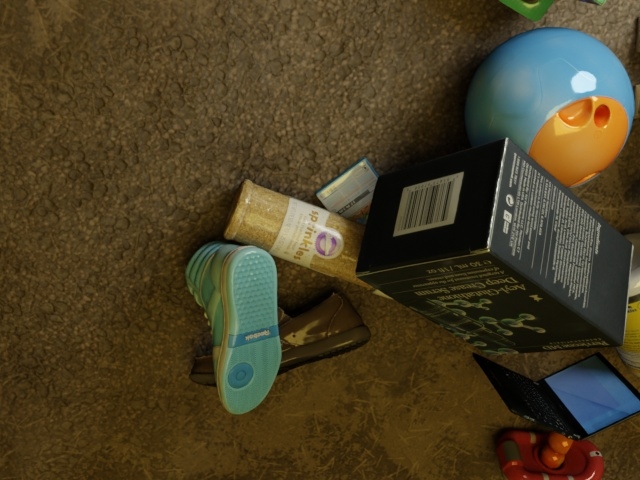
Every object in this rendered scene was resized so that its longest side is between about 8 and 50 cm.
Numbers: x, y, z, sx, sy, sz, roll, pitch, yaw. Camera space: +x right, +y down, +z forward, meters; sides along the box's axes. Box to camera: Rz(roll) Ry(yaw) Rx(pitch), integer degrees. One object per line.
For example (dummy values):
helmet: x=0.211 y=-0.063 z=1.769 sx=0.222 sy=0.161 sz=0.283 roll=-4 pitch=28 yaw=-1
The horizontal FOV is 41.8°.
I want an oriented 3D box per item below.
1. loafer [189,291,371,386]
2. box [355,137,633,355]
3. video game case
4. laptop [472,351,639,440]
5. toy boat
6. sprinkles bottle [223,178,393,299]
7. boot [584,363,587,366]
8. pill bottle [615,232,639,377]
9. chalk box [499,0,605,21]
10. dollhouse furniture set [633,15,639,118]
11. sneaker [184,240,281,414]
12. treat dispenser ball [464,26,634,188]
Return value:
loafer: x=-0.088 y=0.197 z=1.669 sx=0.366 sy=0.134 sz=0.130 roll=-17 pitch=75 yaw=0
box: x=0.313 y=0.033 z=1.484 sx=0.396 sy=0.294 sz=0.211 roll=30 pitch=62 yaw=-33
video game case: x=0.085 y=-0.064 z=1.638 sx=0.119 sy=0.015 sz=0.166 roll=-36 pitch=111 yaw=5
laptop: x=0.483 y=0.285 z=1.711 sx=0.265 sy=0.234 sz=0.136 roll=26 pitch=103 yaw=-16
toy boat: x=0.506 y=0.461 z=1.813 sx=0.231 sy=0.151 sz=0.151 roll=9 pitch=128 yaw=-13
sprinkles bottle: x=0.000 y=0.000 z=1.581 sx=0.356 sy=0.121 sz=0.121 roll=20 pitch=106 yaw=-11
boot: x=0.596 y=0.337 z=1.852 sx=0.114 sy=0.037 sz=0.106 roll=26 pitch=91 yaw=-20
pill bottle: x=0.682 y=0.163 z=1.720 sx=0.188 sy=0.188 sz=0.333 roll=-32 pitch=112 yaw=4
chalk box: x=0.408 y=-0.508 z=1.386 sx=0.180 sy=0.179 sz=0.288 roll=25 pitch=105 yaw=-17
dollhouse furniture set: x=0.753 y=-0.200 z=1.496 sx=0.257 sy=0.362 sz=0.393 roll=-6 pitch=112 yaw=-3
sneaker: x=-0.173 y=0.148 z=1.573 sx=0.127 sy=0.208 sz=0.318 roll=-2 pitch=104 yaw=-35
treat dispenser ball: x=0.400 y=-0.228 z=1.477 sx=0.288 sy=0.288 sz=0.288 roll=-3 pitch=111 yaw=-8
